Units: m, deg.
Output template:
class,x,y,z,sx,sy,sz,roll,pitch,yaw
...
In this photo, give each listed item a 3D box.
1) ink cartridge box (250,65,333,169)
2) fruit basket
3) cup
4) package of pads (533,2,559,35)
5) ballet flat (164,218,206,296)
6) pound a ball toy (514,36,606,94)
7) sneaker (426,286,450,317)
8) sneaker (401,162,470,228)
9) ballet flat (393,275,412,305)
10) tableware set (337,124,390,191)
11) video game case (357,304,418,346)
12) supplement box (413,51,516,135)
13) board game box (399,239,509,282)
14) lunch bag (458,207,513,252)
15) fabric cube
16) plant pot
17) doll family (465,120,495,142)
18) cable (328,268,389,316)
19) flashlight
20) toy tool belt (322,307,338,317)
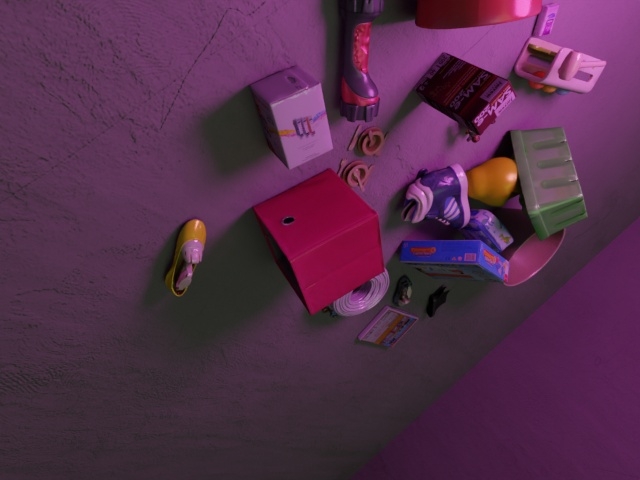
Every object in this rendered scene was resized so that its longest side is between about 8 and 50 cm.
class,x,y,z,sx,sy,sz,roll,pitch,yaw
ink cartridge box,-0.065,-0.287,0.973,0.127,0.128,0.176,-27,137,-13
fruit basket,0.710,-0.201,1.497,0.392,0.392,0.283,-46,138,8
cup,0.815,-0.004,1.774,0.331,0.237,0.331,-19,135,-21
package of pads,0.671,-0.657,1.240,0.050,0.032,0.083,-19,135,-17
ballet flat,-0.353,0.054,1.112,0.077,0.077,0.231,8,121,-39
pound a ball toy,0.758,-0.517,1.295,0.319,0.208,0.136,-5,129,-33
sneaker,0.567,0.299,2.009,0.089,0.051,0.170,-17,131,-16
sneaker,0.393,-0.114,1.475,0.236,0.130,0.323,-26,143,0
ballet flat,0.358,0.237,1.796,0.070,0.070,0.188,-21,136,-19
tableware set,0.130,-0.237,1.225,0.128,0.039,0.194,2,125,-37
video game case,0.321,0.407,1.951,0.285,0.025,0.204,25,109,-45
supplement box,0.375,-0.394,1.107,0.130,0.239,0.073,-49,138,12
board game box,0.515,0.081,1.598,0.302,0.308,0.086,24,73,-46
lunch bag,0.612,-0.042,1.594,0.090,0.219,0.176,-42,101,-2
fabric cube,0.000,0.000,1.183,0.258,0.254,0.259,-28,137,-11
plant pot,0.340,-0.609,0.891,0.275,0.275,0.243,-21,125,-19
doll family,0.522,-0.396,1.339,0.193,0.076,0.111,-42,134,-1
cable,0.134,0.174,1.550,0.257,0.089,0.257,-39,138,-4
flashlight,0.101,-0.436,0.978,0.103,0.103,0.304,-17,135,-21
toy tool belt,0.054,0.277,1.622,0.083,0.051,0.052,-6,129,-31
